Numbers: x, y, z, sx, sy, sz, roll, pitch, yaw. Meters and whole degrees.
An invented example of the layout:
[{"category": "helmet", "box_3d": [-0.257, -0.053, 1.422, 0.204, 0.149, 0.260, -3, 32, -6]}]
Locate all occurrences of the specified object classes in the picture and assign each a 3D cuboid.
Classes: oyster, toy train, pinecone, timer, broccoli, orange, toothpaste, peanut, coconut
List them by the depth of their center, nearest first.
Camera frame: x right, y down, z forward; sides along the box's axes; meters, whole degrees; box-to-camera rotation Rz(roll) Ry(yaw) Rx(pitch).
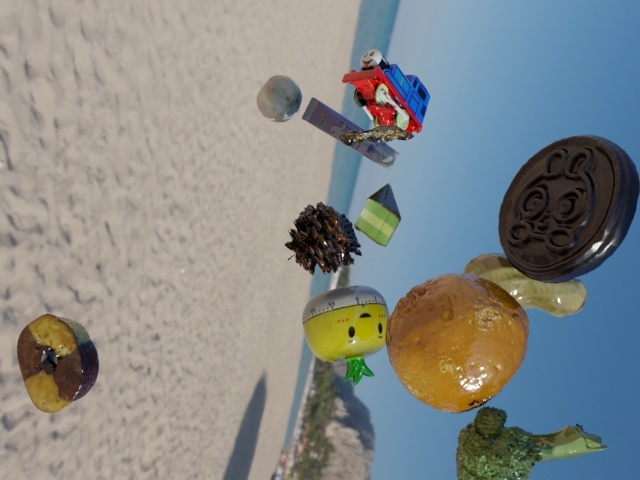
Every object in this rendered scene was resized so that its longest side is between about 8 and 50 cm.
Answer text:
[{"category": "oyster", "box_3d": [0.103, -0.195, 1.115, 0.086, 0.132, 0.029, -40, 131, -59]}, {"category": "toy train", "box_3d": [0.139, -0.303, 1.224, 0.204, 0.083, 0.131, 39, 65, -46]}, {"category": "broccoli", "box_3d": [0.432, 0.454, 1.346, 0.302, 0.254, 0.186, -40, -121, 30]}, {"category": "orange", "box_3d": [0.314, 0.230, 1.419, 0.340, 0.293, 0.340, -46, 180, 0]}, {"category": "pinecone", "box_3d": [0.000, 0.000, 1.690, 0.221, 0.222, 0.221, 14, 90, -88]}, {"category": "peanut", "box_3d": [0.588, 0.118, 1.730, 0.158, 0.340, 0.174, 71, 26, -45]}, {"category": "timer", "box_3d": [0.087, 0.290, 1.748, 0.285, 0.285, 0.285, 14, 90, -88]}, {"category": "toothpaste", "box_3d": [0.110, -0.382, 2.144, 0.080, 0.371, 0.125, -61, -175, -33]}, {"category": "coconut", "box_3d": [-0.156, -0.527, 2.249, 0.183, 0.171, 0.170, 152, -47, -73]}]

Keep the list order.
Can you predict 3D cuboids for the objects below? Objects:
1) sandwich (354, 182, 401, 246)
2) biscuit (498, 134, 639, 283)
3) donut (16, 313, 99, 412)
[{"category": "sandwich", "box_3d": [0.127, -0.051, 1.140, 0.116, 0.074, 0.074, -39, 159, -56]}, {"category": "biscuit", "box_3d": [0.625, -0.089, 1.558, 0.407, 0.091, 0.407, -46, -148, 42]}, {"category": "donut", "box_3d": [-0.505, 0.234, 1.155, 0.166, 0.184, 0.073, -43, 163, 17]}]
